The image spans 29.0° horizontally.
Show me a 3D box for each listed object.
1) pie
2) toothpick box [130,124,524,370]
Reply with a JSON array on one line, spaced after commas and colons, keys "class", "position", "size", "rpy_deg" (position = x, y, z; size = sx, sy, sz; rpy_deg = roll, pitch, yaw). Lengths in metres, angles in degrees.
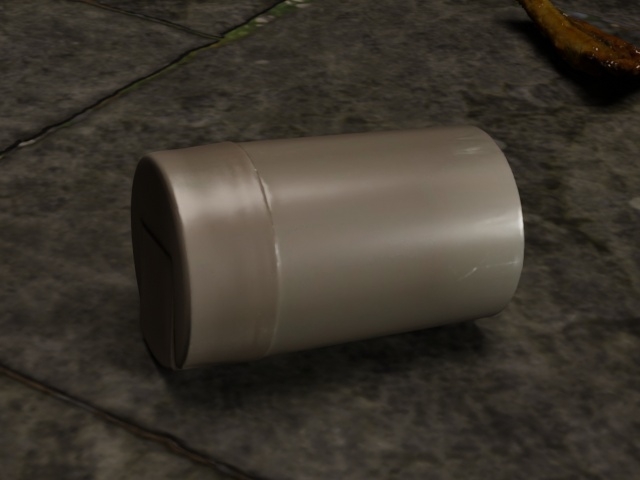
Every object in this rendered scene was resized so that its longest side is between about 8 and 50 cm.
[{"class": "pie", "position": [0.218, -0.160, 1.004], "size": [0.088, 0.033, 0.191], "rpy_deg": [9, 27, -23]}, {"class": "toothpick box", "position": [0.000, 0.000, 0.636], "size": [0.180, 0.111, 0.111], "rpy_deg": [-8, 33, -21]}]
